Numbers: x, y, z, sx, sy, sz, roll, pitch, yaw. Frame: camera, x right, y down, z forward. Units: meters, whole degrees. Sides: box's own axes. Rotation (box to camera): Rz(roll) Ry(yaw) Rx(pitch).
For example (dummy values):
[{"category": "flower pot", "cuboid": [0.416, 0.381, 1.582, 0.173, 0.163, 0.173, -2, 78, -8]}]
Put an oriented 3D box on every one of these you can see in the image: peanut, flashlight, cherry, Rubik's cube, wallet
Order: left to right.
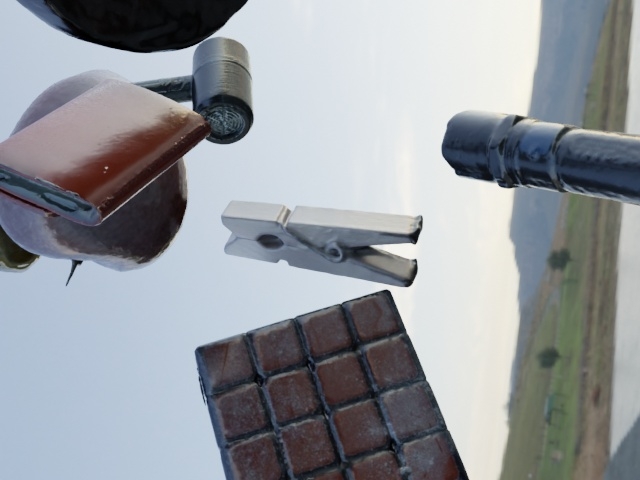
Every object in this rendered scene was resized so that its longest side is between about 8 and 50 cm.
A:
[{"category": "peanut", "cuboid": [-0.509, -0.020, 1.235, 0.140, 0.109, 0.159, -45, -48, -53]}, {"category": "cherry", "cuboid": [-0.297, -0.088, 1.034, 0.261, 0.221, 0.308, 17, -104, -47]}, {"category": "wallet", "cuboid": [-0.218, -0.091, 0.760, 0.204, 0.142, 0.045, -54, -19, -51]}, {"category": "Rubik's cube", "cuboid": [0.009, 0.330, 1.268, 0.337, 0.343, 0.345, 90, 165, -62]}, {"category": "flashlight", "cuboid": [0.323, -0.100, 0.945, 0.103, 0.424, 0.103, -10, -73, -33]}]

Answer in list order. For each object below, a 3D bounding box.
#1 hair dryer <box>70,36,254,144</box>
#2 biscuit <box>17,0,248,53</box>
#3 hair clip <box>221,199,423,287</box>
[{"category": "hair dryer", "cuboid": [-0.188, -0.170, 0.904, 0.072, 0.218, 0.124, 84, -179, -50]}, {"category": "biscuit", "cuboid": [-0.168, -0.378, 0.693, 0.407, 0.091, 0.408, -35, -45, -46]}, {"category": "hair clip", "cuboid": [0.001, -0.003, 1.267, 0.085, 0.330, 0.101, -65, -21, -50]}]
